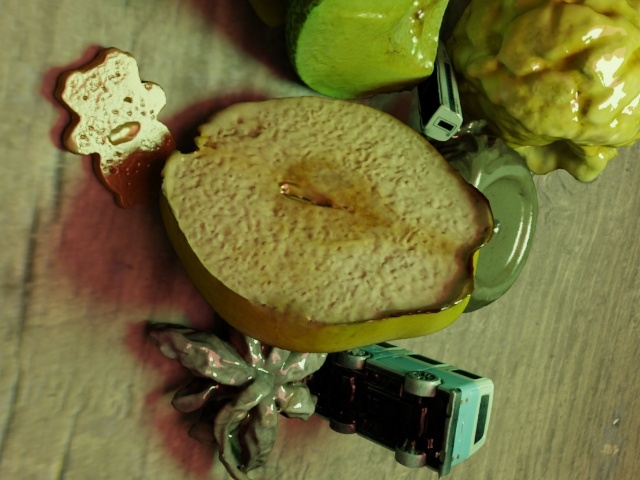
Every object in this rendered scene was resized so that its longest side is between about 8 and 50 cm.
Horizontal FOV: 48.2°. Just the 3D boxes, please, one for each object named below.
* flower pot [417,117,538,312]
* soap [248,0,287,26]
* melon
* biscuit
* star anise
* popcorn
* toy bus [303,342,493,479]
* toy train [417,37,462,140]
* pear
[{"bbox_3d":[0.185,-0.044,1.108,0.302,0.213,0.301,-13,110,-40],"label":"flower pot"},{"bbox_3d":[-0.070,-0.344,0.912,0.089,0.045,0.140,-53,132,-21],"label":"soap"},{"bbox_3d":[0.077,-0.307,0.918,0.226,0.343,0.331,27,68,-6],"label":"melon"},{"bbox_3d":[-0.230,-0.131,0.839,0.133,0.027,0.184,-51,131,-20],"label":"biscuit"},{"bbox_3d":[-0.075,0.194,0.986,0.359,0.139,0.315,27,88,-37],"label":"star anise"},{"bbox_3d":[0.389,-0.284,1.107,0.354,0.344,0.390,-39,155,6],"label":"popcorn"},{"bbox_3d":[0.118,0.234,1.091,0.165,0.271,0.133,-2,103,-48],"label":"toy bus"},{"bbox_3d":[0.174,-0.243,1.064,0.048,0.252,0.055,19,132,-13],"label":"toy train"},{"bbox_3d":[0.000,0.000,0.893,0.340,0.386,0.191,-57,169,-35],"label":"pear"}]
